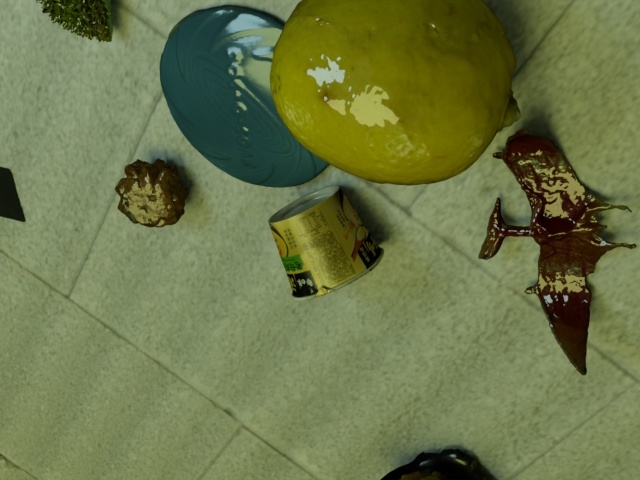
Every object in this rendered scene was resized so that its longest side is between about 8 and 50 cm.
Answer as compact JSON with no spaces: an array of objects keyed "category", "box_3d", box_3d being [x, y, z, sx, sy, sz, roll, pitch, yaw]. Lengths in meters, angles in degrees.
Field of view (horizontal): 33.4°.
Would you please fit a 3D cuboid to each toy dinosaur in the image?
[{"category":"toy dinosaur","box_3d":[0.293,-0.007,1.358,0.207,0.113,0.327,21,132,15]}]

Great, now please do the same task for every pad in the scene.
[{"category":"pad","box_3d":[-0.613,-0.096,1.893,0.193,0.004,0.116,12,131,22]}]

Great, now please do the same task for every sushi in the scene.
[{"category":"sushi","box_3d":[0.177,0.458,1.747,0.213,0.204,0.200,38,131,-10]}]

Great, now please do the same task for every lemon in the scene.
[{"category":"lemon","box_3d":[0.080,-0.190,1.234,0.284,0.260,0.260,42,139,21]}]

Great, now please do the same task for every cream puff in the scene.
[{"category":"cream puff","box_3d":[-0.259,-0.073,1.647,0.116,0.094,0.122,40,112,-10]}]

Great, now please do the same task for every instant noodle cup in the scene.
[{"category":"instant noodle cup","box_3d":[0.000,0.000,1.520,0.151,0.151,0.122,-19,104,40]}]

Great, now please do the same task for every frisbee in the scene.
[{"category":"frisbee","box_3d":[-0.105,-0.187,1.485,0.290,0.049,0.289,16,132,19]}]

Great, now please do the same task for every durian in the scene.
[{"category":"durian","box_3d":[-0.354,-0.372,1.449,0.137,0.095,0.220,10,120,17]}]
